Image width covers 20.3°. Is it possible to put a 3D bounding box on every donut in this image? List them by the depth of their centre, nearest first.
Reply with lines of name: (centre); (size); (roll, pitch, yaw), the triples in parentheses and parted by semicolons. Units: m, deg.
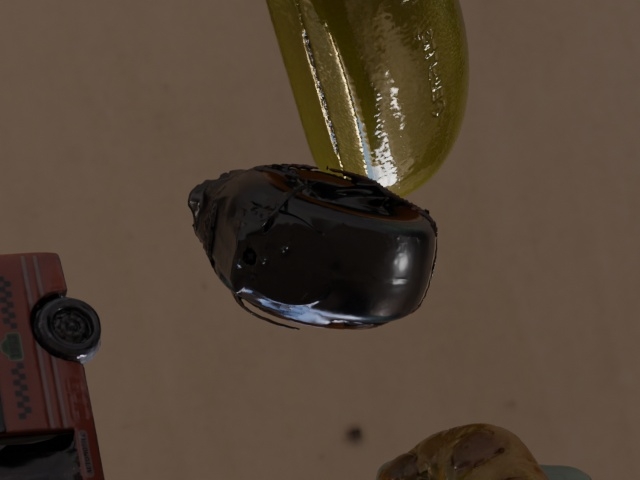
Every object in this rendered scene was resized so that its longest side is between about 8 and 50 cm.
donut: (0.111, 0.269, 1.531); (0.227, 0.114, 0.226); (-28, -148, 20)

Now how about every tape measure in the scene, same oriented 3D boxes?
tape measure: (0.000, 0.000, 1.693); (0.223, 0.135, 0.202); (7, -165, -19)

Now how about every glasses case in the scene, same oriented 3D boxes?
glasses case: (0.063, -0.201, 1.878); (0.141, 0.371, 0.173); (27, -119, 32)

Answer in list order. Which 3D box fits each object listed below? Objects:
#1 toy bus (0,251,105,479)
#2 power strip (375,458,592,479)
toy bus: (-0.331, 0.230, 1.806); (0.233, 0.426, 0.203); (0, 147, -24)
power strip: (0.162, 0.344, 1.817); (0.230, 0.141, 0.261); (1, -152, 8)
